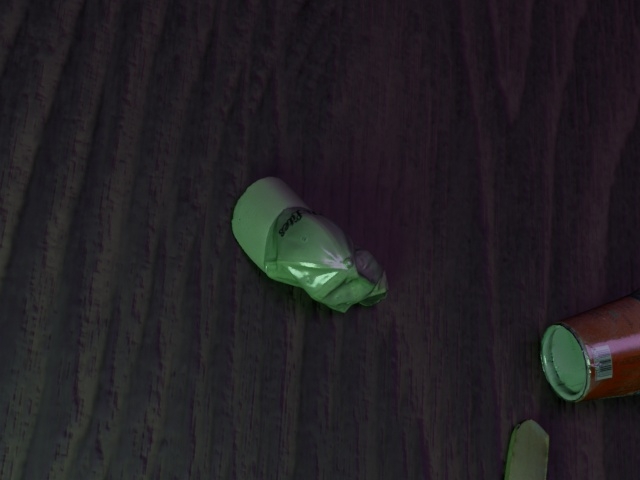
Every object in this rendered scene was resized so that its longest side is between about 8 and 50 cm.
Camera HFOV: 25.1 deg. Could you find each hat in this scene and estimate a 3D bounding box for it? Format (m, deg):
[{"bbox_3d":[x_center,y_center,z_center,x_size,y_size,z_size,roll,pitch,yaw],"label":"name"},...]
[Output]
[{"bbox_3d":[-0.005,-0.001,1.449,0.122,0.081,0.166,-26,71,-38],"label":"hat"}]

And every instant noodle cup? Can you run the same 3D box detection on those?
[{"bbox_3d":[0.317,0.119,1.546,0.136,0.127,0.127,-11,72,-24],"label":"instant noodle cup"}]

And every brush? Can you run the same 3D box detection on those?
[{"bbox_3d":[0.187,0.328,1.425,0.085,0.020,0.336,27,55,-15],"label":"brush"}]
